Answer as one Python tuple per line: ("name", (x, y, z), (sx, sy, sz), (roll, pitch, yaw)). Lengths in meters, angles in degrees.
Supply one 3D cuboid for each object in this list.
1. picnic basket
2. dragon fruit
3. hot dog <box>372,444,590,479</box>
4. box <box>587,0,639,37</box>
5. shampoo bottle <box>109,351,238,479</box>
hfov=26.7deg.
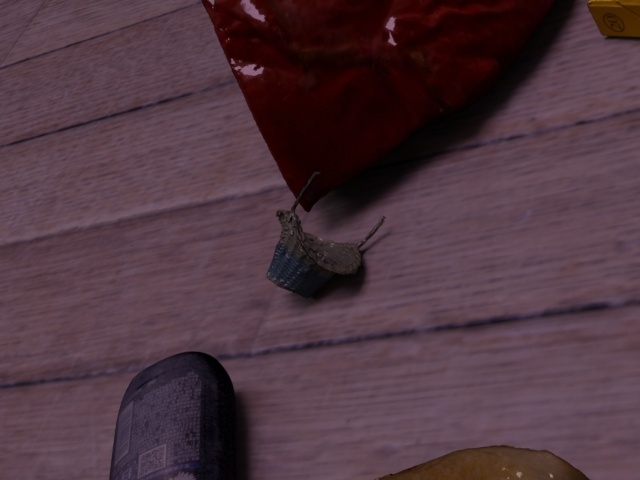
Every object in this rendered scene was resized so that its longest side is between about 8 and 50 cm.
("picnic basket", (0.000, 0.000, 0.925), (0.083, 0.065, 0.083), (-58, 23, 6))
("dragon fruit", (0.052, -0.213, 1.067), (0.330, 0.302, 0.240), (-25, -2, -12))
("hot dog", (0.029, 0.163, 0.667), (0.243, 0.084, 0.073), (-25, 30, 17))
("box", (0.322, -0.192, 0.885), (0.269, 0.043, 0.152), (13, 56, 49))
("shampoo bottle", (-0.089, 0.163, 0.804), (0.087, 0.049, 0.233), (-29, 33, 16))
